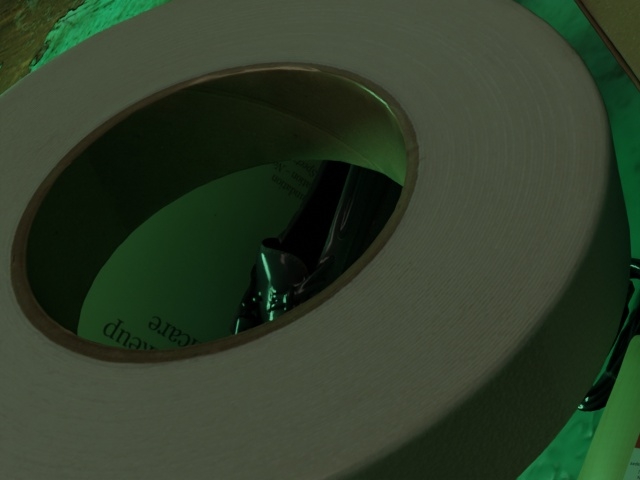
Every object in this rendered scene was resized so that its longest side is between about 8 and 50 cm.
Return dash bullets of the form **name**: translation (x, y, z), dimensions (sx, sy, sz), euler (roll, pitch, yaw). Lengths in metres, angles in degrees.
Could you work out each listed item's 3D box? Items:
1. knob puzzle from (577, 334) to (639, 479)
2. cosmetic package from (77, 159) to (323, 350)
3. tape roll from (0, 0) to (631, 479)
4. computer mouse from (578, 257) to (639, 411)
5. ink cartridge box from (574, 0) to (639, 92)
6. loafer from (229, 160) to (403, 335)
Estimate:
- **knob puzzle**: translation (0.164, 0.131, 0.579), dimensions (0.213, 0.030, 0.213), euler (-37, 34, 30)
- **cosmetic package**: translation (-0.129, 0.043, 0.993), dimensions (0.309, 0.160, 0.113), euler (-60, 29, -4)
- **tape roll**: translation (-0.045, 0.004, 0.727), dimensions (0.391, 0.072, 0.392), euler (-11, 42, 11)
- **computer mouse**: translation (0.103, 0.114, 0.696), dimensions (0.242, 0.041, 0.071), euler (-56, 26, -12)
- **ink cartridge box**: translation (0.221, -0.166, 0.735), dimensions (0.193, 0.088, 0.235), euler (-47, 30, 20)
- **loafer**: translation (0.000, 0.000, 0.900), dimensions (0.303, 0.095, 0.109), euler (-58, 28, -3)
